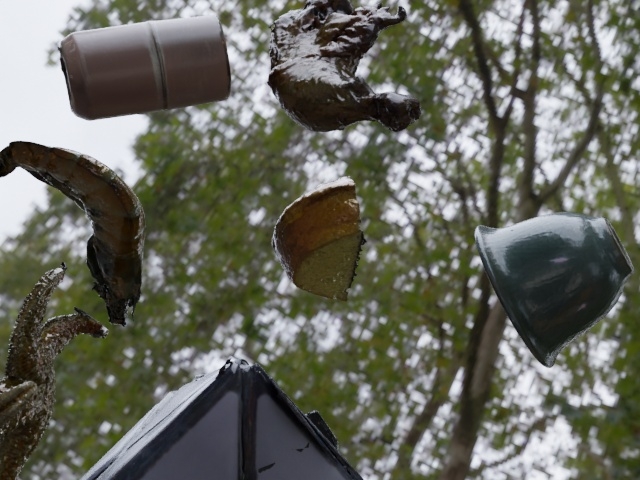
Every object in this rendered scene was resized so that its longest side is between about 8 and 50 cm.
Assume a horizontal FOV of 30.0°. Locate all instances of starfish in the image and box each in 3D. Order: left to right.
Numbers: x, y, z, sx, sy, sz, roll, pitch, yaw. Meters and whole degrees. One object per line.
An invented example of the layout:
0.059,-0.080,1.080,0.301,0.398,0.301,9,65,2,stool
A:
-0.386,0.201,1.623,0.113,0.303,0.312,18,-45,0,starfish

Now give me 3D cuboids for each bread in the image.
-0.009,0.004,1.947,0.134,0.129,0.260,-10,-30,-10,bread

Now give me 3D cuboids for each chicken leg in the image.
0.027,-0.209,1.432,0.177,0.322,0.083,-21,-51,16,chicken leg

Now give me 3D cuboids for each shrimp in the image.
-0.272,-0.014,1.286,0.198,0.051,0.262,24,-36,16,shrimp

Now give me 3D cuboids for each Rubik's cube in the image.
-0.111,0.334,1.226,0.305,0.310,0.307,47,-22,-4,Rubik's cube

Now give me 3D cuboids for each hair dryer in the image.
-0.233,-0.193,1.516,0.344,0.189,0.106,163,-84,-77,hair dryer

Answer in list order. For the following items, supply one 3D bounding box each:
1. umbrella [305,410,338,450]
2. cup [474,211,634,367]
-0.011,0.349,1.727,0.272,0.110,0.122,54,-49,13,umbrella
0.303,0.038,1.478,0.150,0.199,0.199,-28,-62,15,cup
